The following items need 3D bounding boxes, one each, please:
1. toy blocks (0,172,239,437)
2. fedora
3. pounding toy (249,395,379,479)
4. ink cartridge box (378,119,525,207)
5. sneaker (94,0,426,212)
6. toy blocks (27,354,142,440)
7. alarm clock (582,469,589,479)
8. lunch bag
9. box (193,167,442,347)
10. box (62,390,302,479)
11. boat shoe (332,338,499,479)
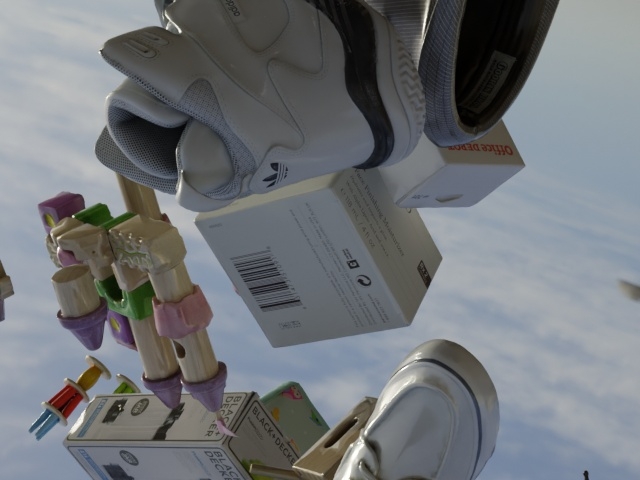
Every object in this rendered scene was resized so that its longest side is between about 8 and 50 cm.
[{"bbox_3d":[-0.226,0.090,1.482,0.309,0.260,0.288,-30,-151,-33],"label":"toy blocks"},{"bbox_3d":[0.116,-0.223,1.096,0.124,0.276,0.243,25,-152,25],"label":"fedora"},{"bbox_3d":[0.032,0.236,1.286,0.130,0.141,0.100,55,158,-15],"label":"pounding toy"},{"bbox_3d":[0.103,-0.135,1.288,0.139,0.082,0.191,-3,-119,-48],"label":"ink cartridge box"},{"bbox_3d":[-0.099,-0.174,0.975,0.210,0.137,0.366,-25,-117,-27],"label":"sneaker"},{"bbox_3d":[-0.361,0.258,1.945,0.123,0.054,0.148,26,-119,31],"label":"toy blocks"},{"bbox_3d":[0.318,0.382,1.517,0.064,0.192,0.129,14,-164,-48],"label":"alarm clock"},{"bbox_3d":[-0.084,0.361,1.885,0.160,0.262,0.223,12,-151,39],"label":"lunch bag"},{"bbox_3d":[0.000,0.000,1.337,0.181,0.181,0.119,-13,-150,34],"label":"box"},{"bbox_3d":[-0.168,0.278,1.623,0.289,0.169,0.087,-6,-142,37],"label":"box"},{"bbox_3d":[0.056,0.185,0.947,0.095,0.258,0.084,31,-139,20],"label":"boat shoe"}]
